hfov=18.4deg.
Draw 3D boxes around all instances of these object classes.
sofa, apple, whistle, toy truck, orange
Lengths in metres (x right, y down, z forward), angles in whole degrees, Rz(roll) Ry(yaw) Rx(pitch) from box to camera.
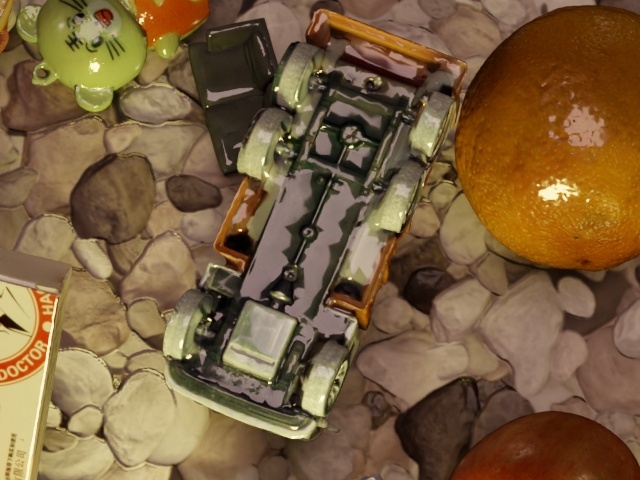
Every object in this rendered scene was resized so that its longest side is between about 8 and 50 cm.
[{"bbox_3d":[-0.078,-0.147,2.002,0.085,0.060,0.147,-13,73,-8],"label":"sofa"},{"bbox_3d":[0.204,0.251,1.828,0.181,0.181,0.168,38,48,9],"label":"apple"},{"bbox_3d":[-0.180,-0.246,2.004,0.288,0.106,0.131,-39,84,-15],"label":"whistle"},{"bbox_3d":[0.000,0.000,1.877,0.173,0.207,0.388,22,79,11],"label":"toy truck"},{"bbox_3d":[0.259,-0.103,1.914,0.264,0.264,0.264,1,71,-3],"label":"orange"}]

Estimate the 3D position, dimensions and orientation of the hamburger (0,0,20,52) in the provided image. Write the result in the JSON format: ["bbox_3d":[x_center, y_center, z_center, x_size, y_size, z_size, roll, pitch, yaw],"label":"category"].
[{"bbox_3d":[-0.415,-0.252,1.972,0.237,0.147,0.237,-3,65,7],"label":"hamburger"}]

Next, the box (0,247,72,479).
[{"bbox_3d":[-0.352,0.160,1.757,0.214,0.069,0.353,14,114,1],"label":"box"}]

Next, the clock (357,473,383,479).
[{"bbox_3d":[-0.018,0.297,1.808,0.193,0.145,0.073,-26,75,-12],"label":"clock"}]
